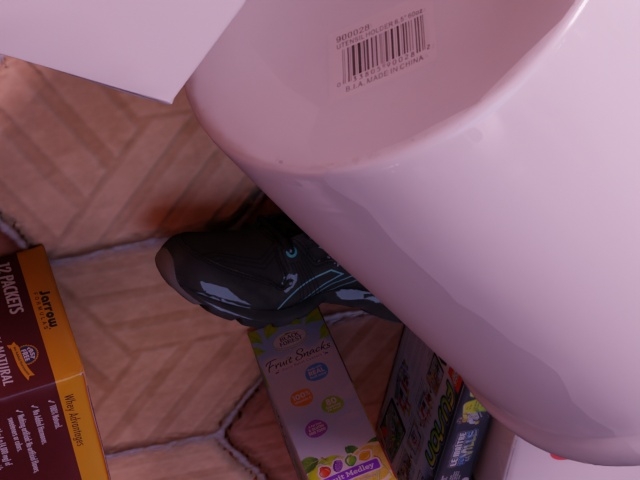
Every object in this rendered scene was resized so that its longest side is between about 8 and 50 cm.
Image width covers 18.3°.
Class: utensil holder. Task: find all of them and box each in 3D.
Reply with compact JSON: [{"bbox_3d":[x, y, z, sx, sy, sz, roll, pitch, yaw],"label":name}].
[{"bbox_3d":[0.140,-0.079,1.282,0.327,0.328,0.385,-35,135,13],"label":"utensil holder"}]

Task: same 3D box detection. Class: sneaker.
[{"bbox_3d":[0.000,0.000,1.491,0.267,0.101,0.106,0,121,-34],"label":"sneaker"}]

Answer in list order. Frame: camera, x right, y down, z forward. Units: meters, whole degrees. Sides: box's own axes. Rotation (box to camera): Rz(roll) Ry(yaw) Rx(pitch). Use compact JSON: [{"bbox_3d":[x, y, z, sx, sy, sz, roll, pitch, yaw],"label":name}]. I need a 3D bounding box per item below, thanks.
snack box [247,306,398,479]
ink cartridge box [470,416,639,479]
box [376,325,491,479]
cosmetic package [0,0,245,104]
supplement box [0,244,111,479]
[{"bbox_3d":[0.018,0.185,1.596,0.070,0.207,0.174,-21,139,-4],"label":"snack box"},{"bbox_3d":[0.263,0.206,1.749,0.285,0.166,0.395,-4,137,-10],"label":"ink cartridge box"},{"bbox_3d":[0.097,0.135,1.653,0.036,0.114,0.207,-7,138,-19],"label":"box"},{"bbox_3d":[-0.070,-0.276,1.056,0.155,0.197,0.365,13,129,-37],"label":"cosmetic package"},{"bbox_3d":[-0.267,0.134,1.461,0.194,0.129,0.191,-16,139,-9],"label":"supplement box"}]
